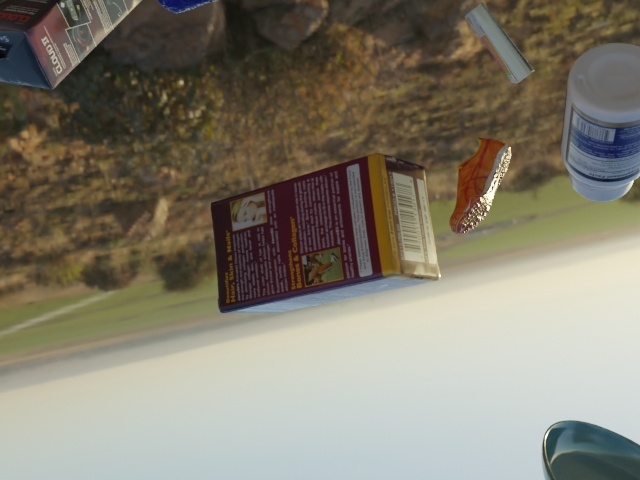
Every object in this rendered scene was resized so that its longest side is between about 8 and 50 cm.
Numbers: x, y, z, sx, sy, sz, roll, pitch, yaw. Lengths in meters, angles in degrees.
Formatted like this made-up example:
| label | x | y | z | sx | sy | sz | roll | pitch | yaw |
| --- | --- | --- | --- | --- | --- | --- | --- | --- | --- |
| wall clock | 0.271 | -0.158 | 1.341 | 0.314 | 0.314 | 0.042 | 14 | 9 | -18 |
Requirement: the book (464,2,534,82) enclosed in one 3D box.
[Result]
| label | x | y | z | sx | sy | sz | roll | pitch | yaw |
| --- | --- | --- | --- | --- | --- | --- | --- | --- | --- |
| book | 0.302 | -0.336 | 1.564 | 0.035 | 0.144 | 0.096 | -37 | -174 | 5 |

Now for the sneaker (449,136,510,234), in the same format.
| label | x | y | z | sx | sy | sz | roll | pitch | yaw |
| --- | --- | --- | --- | --- | --- | --- | --- | --- | --- |
| sneaker | 0.232 | -0.081 | 1.391 | 0.067 | 0.175 | 0.064 | 17 | 150 | 26 |

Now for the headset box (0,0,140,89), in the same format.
| label | x | y | z | sx | sy | sz | roll | pitch | yaw |
| --- | --- | --- | --- | --- | --- | --- | --- | --- | --- |
| headset box | -0.452 | -0.360 | 1.437 | 0.218 | 0.110 | 0.293 | 13 | -128 | 27 |

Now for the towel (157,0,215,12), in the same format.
| label | x | y | z | sx | sy | sz | roll | pitch | yaw |
| --- | --- | --- | --- | --- | --- | --- | --- | --- | --- |
| towel | -0.048 | -0.390 | 1.064 | 0.308 | 0.228 | 0.076 | -15 | 134 | 19 |

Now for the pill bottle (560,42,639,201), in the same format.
| label | x | y | z | sx | sy | sz | roll | pitch | yaw |
| --- | --- | --- | --- | --- | --- | --- | --- | --- | --- |
| pill bottle | 0.297 | -0.114 | 0.938 | 0.094 | 0.094 | 0.169 | -13 | 148 | 3 |

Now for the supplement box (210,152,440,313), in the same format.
| label | x | y | z | sx | sy | sz | roll | pitch | yaw |
| --- | --- | --- | --- | --- | --- | --- | --- | --- | --- |
| supplement box | 0.000 | 0.000 | 0.803 | 0.188 | 0.104 | 0.081 | -14 | 167 | 34 |

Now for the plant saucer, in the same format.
| label | x | y | z | sx | sy | sz | roll | pitch | yaw |
| --- | --- | --- | --- | --- | --- | --- | --- | --- | --- |
| plant saucer | 0.383 | 0.333 | 1.052 | 0.317 | 0.317 | 0.044 | -4 | 130 | -57 |
